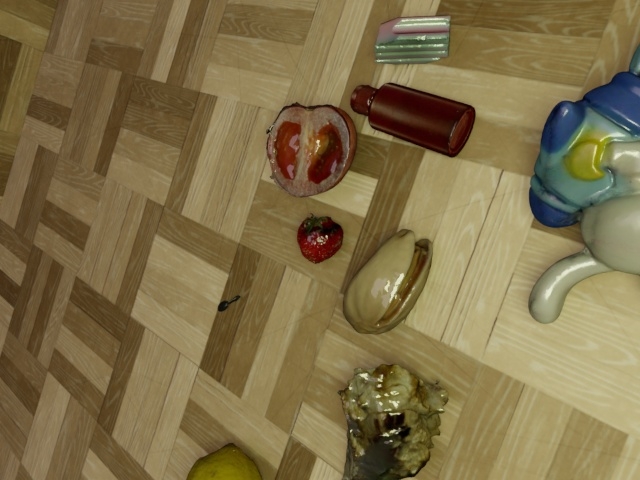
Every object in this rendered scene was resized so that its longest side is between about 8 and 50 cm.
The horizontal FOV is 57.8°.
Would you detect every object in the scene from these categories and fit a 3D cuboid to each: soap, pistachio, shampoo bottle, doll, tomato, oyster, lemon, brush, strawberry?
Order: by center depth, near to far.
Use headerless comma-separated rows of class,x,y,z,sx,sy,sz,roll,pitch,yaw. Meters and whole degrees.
doll,0.447,-0.090,0.847,0.375,0.187,0.366,-19,79,11
oyster,0.093,0.373,1.053,0.197,0.133,0.337,27,117,11
pistachio,0.125,0.082,1.089,0.223,0.126,0.152,-56,19,16
soap,0.178,-0.391,1.137,0.148,0.100,0.056,2,77,13
shampoo bottle,0.171,-0.249,1.142,0.260,0.064,0.102,29,101,37
strawberry,0.000,0.001,1.222,0.106,0.106,0.106,-7,78,37
tomato,-0.005,-0.188,1.242,0.227,0.112,0.199,18,101,38
lemon,-0.206,0.549,1.242,0.180,0.180,0.193,12,111,38
brush,-0.226,0.153,1.422,0.083,0.008,0.024,-30,62,31
